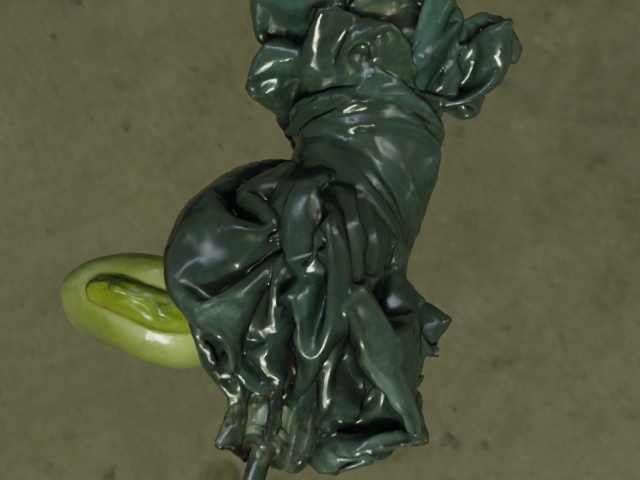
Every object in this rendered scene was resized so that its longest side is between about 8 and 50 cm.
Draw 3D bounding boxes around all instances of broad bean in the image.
[{"bbox_3d":[-0.140,0.057,1.224,0.124,0.174,0.082,25,73,-27],"label":"broad bean"}]

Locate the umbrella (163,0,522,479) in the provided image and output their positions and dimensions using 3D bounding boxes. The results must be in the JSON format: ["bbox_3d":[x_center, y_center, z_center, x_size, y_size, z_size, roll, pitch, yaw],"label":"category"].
[{"bbox_3d":[0.002,-0.001,0.774,0.143,0.348,0.094,9,147,15],"label":"umbrella"}]
